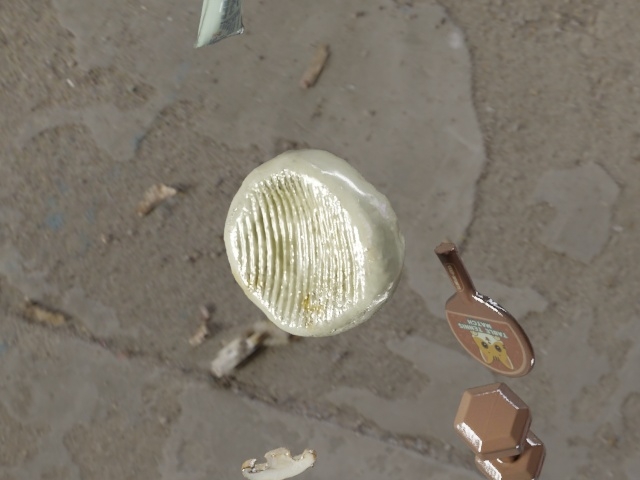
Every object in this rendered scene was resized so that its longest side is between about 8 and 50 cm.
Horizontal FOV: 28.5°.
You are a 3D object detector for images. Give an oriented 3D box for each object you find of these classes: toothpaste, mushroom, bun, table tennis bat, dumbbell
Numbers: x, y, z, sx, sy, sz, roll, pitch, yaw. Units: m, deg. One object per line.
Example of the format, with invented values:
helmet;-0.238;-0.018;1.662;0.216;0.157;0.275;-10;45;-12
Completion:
toothpaste;-0.123;-0.324;1.626;0.047;0.268;0.069;33;69;5
mushroom;-0.054;0.293;1.651;0.101;0.019;0.049;-11;127;3
bun;0.000;0.000;1.209;0.102;0.183;0.183;-21;123;-61
table tennis bat;0.192;0.043;1.294;0.119;0.107;0.170;-44;119;-27
dumbbell;0.221;0.242;1.530;0.092;0.082;0.231;-68;158;-17
